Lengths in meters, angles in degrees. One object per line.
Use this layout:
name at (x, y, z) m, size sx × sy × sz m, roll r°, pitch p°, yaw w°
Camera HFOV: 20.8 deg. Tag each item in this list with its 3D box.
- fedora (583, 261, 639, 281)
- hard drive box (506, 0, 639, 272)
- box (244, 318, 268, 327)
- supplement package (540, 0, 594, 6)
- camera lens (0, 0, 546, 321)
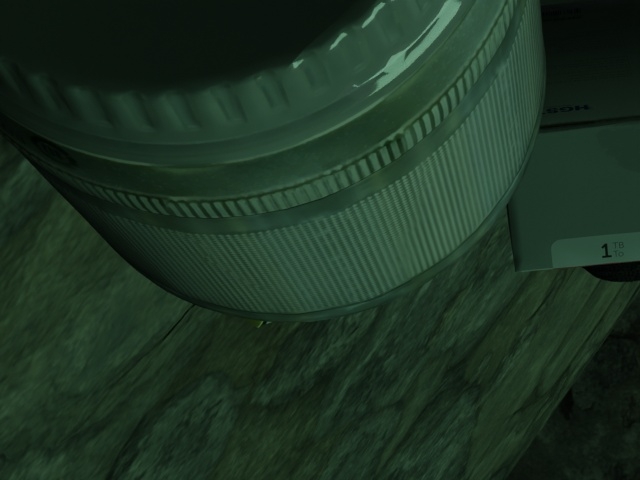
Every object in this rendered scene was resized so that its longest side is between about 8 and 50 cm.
fedora at (0.285, -0.063, 1.479) m, size 0.334 × 0.152 × 0.334 m, roll -25°, pitch -170°, yaw 5°
hard drive box at (0.199, -0.076, 1.056) m, size 0.232 × 0.181 × 0.089 m, roll -76°, pitch 159°, yaw -65°
box at (0.000, 0.000, 1.219) m, size 0.087 × 0.058 × 0.232 m, roll -62°, pitch 163°, yaw 14°
supplement package at (0.248, -0.215, 1.277) m, size 0.203 × 0.194 × 0.149 m, roll -43°, pitch 160°, yaw -41°
camera lens at (-0.026, -0.098, 0.671) m, size 0.219 × 0.219 × 0.274 m, roll -54°, pitch 163°, yaw -8°
